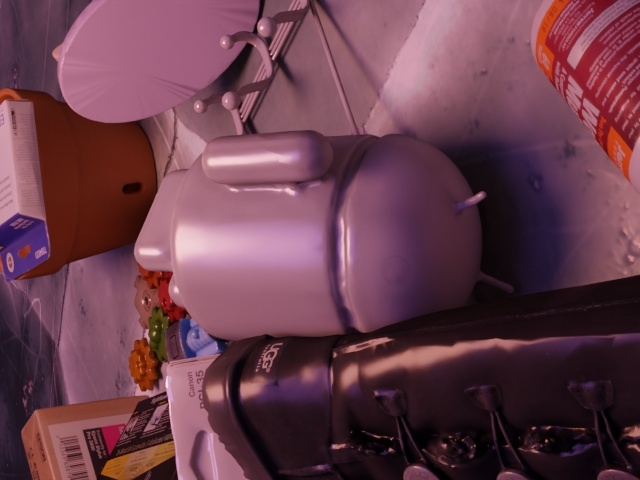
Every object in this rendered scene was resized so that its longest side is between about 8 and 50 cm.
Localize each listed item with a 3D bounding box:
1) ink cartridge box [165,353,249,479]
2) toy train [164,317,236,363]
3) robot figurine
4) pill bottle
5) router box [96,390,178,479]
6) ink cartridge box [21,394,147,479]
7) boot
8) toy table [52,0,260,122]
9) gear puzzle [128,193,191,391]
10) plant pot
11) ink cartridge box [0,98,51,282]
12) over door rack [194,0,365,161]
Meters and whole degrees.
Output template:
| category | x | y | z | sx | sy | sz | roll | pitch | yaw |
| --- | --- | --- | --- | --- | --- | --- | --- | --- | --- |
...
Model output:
| category | x | y | z | sx | sy | sz | roll | pitch | yaw |
| --- | --- | --- | --- | --- | --- | --- | --- | --- | --- |
| ink cartridge box | -0.072 | 0.225 | 1.104 | 0.283 | 0.117 | 0.207 | 62 | -161 | -82 |
| toy train | -0.125 | 0.121 | 1.305 | 0.184 | 0.105 | 0.080 | -32 | 67 | 53 |
| robot figurine | 0.000 | 0.000 | 0.966 | 0.354 | 0.300 | 0.199 | 1 | 60 | 26 |
| pill bottle | 0.248 | -0.097 | 0.701 | 0.121 | 0.121 | 0.221 | -63 | 39 | 38 |
| router box | -0.212 | 0.315 | 1.361 | 0.309 | 0.081 | 0.242 | -27 | 31 | 54 |
| ink cartridge box | -0.333 | 0.367 | 1.561 | 0.088 | 0.193 | 0.234 | -51 | 54 | 43 |
| boot | 0.164 | 0.199 | 0.841 | 0.445 | 0.367 | 0.146 | -14 | 37 | 36 |
| toy table | -0.222 | -0.283 | 1.309 | 0.161 | 0.274 | 0.252 | 56 | 171 | 51 |
| gear puzzle | -0.256 | 0.091 | 1.548 | 0.175 | 0.044 | 0.338 | 51 | 133 | 40 |
| plant pot | -0.390 | -0.090 | 1.584 | 0.291 | 0.204 | 0.290 | 9 | 101 | 54 |
| ink cartridge box | -0.454 | -0.063 | 1.459 | 0.223 | 0.045 | 0.223 | -22 | 76 | 54 |
| over door rack | -0.048 | -0.129 | 1.163 | 0.324 | 0.108 | 0.239 | 63 | 141 | 30 |
